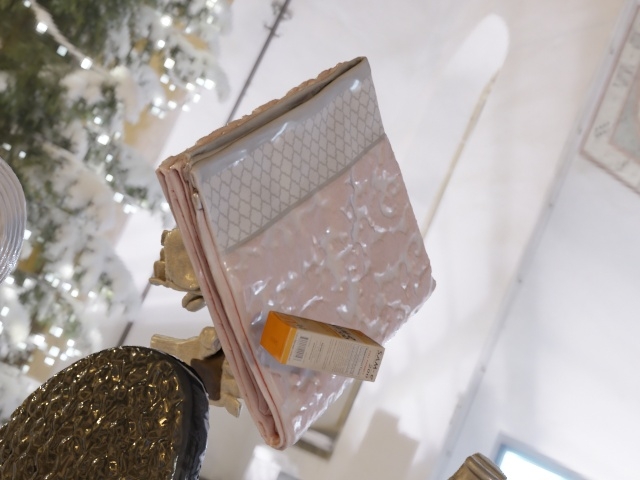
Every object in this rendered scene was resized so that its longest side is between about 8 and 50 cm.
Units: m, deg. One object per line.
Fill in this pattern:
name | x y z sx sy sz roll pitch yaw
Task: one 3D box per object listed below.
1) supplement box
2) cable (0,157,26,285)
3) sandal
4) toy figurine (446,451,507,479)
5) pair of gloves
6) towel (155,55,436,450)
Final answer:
supplement box | 0.002 0.098 0.893 0.098 0.036 0.062 15 5 -24
cable | -0.520 -0.020 1.299 0.089 0.257 0.257 8 -59 44
sandal | -0.184 0.265 0.587 0.168 0.445 0.107 29 2 43
toy figurine | 0.168 0.307 0.818 0.210 0.148 0.213 31 12 -23
pair of gloves | -0.160 0.100 1.278 0.204 0.240 0.042 12 10 38
towel | 0.000 0.000 1.024 0.053 0.332 0.317 -2 -64 39
